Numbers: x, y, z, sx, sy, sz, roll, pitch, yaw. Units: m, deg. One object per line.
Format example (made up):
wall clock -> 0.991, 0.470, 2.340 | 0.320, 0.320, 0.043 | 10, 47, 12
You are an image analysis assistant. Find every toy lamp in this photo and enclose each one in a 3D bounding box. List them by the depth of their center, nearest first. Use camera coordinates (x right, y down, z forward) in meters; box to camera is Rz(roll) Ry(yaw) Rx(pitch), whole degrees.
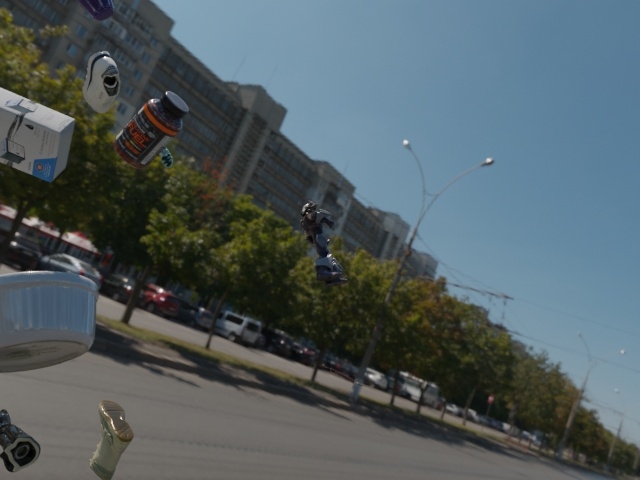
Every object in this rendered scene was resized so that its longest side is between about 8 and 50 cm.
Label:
toy lamp -> -0.544, -0.611, 1.243 | 0.274, 0.080, 0.080 | 57, -13, 0

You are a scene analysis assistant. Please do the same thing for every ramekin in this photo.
ramekin -> -0.570, 0.167, 1.108 | 0.273, 0.127, 0.273 | -14, -21, -6

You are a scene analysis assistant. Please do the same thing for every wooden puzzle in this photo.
wooden puzzle -> 0.040, 0.254, 1.067 | 0.083, 0.006, 0.049 | 25, -14, 13

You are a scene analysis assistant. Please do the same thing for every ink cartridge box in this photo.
ink cartridge box -> -0.657, -0.234, 1.248 | 0.191, 0.139, 0.082 | 22, 34, -11

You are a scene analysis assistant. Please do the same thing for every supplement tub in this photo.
supplement tub -> -0.419, -0.280, 1.421 | 0.106, 0.198, 0.106 | 42, 19, -18

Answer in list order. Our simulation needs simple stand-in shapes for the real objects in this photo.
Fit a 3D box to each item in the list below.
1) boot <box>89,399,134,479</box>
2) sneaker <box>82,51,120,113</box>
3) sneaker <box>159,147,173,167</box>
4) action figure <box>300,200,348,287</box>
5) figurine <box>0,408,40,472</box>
boot -> -0.652, 0.604, 1.733 | 0.077, 0.165, 0.213 | 19, 9, -41
sneaker -> -0.659, -0.459, 1.732 | 0.095, 0.090, 0.235 | 49, -33, 10
sneaker -> -0.508, -0.273, 1.887 | 0.069, 0.038, 0.098 | 81, -15, -72
action figure -> 0.000, 0.000, 1.751 | 0.099, 0.285, 0.185 | -15, -23, -5
figurine -> -0.823, 0.525, 1.380 | 0.209, 0.215, 0.092 | 16, -43, 42
